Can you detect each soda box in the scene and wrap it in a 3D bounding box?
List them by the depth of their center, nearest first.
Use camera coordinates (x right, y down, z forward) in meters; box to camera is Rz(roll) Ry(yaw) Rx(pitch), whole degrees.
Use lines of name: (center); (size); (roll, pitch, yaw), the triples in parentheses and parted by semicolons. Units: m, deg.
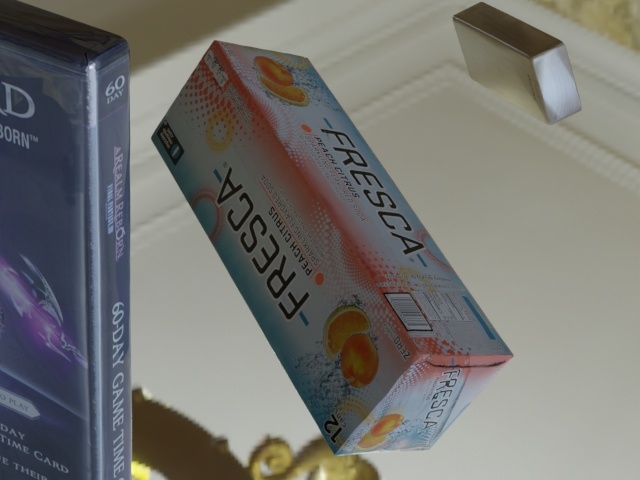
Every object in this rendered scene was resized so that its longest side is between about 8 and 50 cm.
soda box: (0.000, 0.000, 0.594); (0.058, 0.063, 0.183); (5, -137, -44)

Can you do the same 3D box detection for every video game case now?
video game case: (-0.153, 0.026, 0.515); (0.196, 0.274, 0.026); (21, -143, 21)

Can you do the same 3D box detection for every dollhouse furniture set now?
dollhouse furniture set: (0.159, -0.175, 0.908); (0.123, 0.151, 0.144); (-27, -151, -10)
